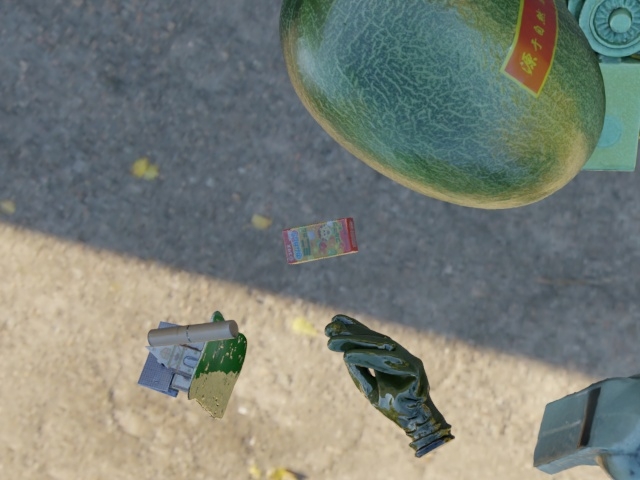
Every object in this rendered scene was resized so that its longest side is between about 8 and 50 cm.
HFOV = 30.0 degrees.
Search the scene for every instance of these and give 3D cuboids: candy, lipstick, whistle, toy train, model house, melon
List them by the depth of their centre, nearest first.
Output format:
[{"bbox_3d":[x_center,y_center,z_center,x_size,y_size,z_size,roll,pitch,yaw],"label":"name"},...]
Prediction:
[{"bbox_3d":[0.083,-0.127,0.851,0.287,0.182,0.182,25,143,-36],"label":"melon"},{"bbox_3d":[-0.121,0.088,1.131,0.094,0.019,0.019,-8,132,26],"label":"lipstick"},{"bbox_3d":[0.445,-0.205,1.417,0.397,0.160,0.253,1,114,3],"label":"toy train"},{"bbox_3d":[0.390,0.243,1.464,0.163,0.163,0.290,25,159,-5],"label":"whistle"},{"bbox_3d":[-0.164,0.148,1.489,0.088,0.117,0.167,14,167,16],"label":"model house"},{"bbox_3d":[0.000,0.000,2.054,0.122,0.038,0.062,-11,87,17],"label":"candy"}]

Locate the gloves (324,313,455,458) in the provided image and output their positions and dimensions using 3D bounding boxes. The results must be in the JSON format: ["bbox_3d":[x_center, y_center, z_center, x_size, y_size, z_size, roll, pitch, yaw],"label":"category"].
[{"bbox_3d":[0.109,0.219,1.869,0.268,0.107,0.135,48,143,7],"label":"gloves"}]
